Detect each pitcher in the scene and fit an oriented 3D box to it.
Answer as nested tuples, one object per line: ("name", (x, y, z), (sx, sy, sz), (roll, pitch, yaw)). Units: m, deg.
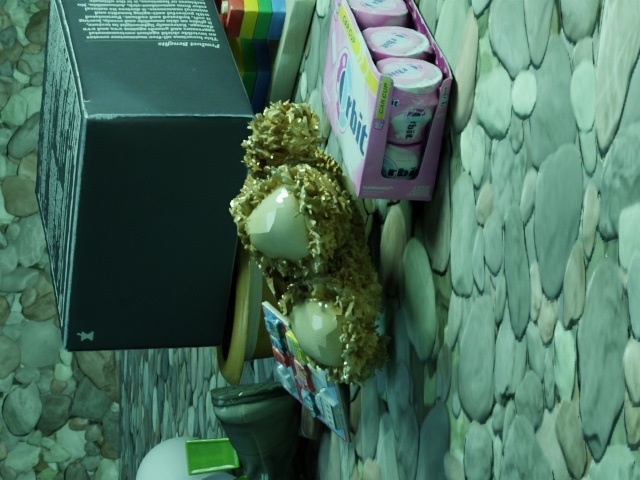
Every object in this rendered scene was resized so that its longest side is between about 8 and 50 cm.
("pitcher", (-0.182, 0.339, 2.214), (0.178, 0.125, 0.207), (-44, 17, -5))

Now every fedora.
("fedora", (-0.064, 0.063, 1.880), (0.194, 0.079, 0.194), (-176, 90, -79))

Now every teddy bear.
("teddy bear", (0.000, 0.000, 1.441), (0.245, 0.113, 0.338), (64, 180, 6))

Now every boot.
("boot", (-0.051, 0.228, 1.766), (0.246, 0.083, 0.161), (56, -151, -77))
("boot", (-0.003, 0.154, 1.687), (0.106, 0.037, 0.114), (-94, 11, -62))

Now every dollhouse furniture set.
("dollhouse furniture set", (-0.095, 0.234, 1.914), (0.152, 0.059, 0.076), (11, -108, -76))

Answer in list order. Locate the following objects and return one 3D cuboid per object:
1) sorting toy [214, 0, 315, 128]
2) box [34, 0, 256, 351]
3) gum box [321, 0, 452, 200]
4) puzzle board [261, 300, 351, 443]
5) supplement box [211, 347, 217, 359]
("sorting toy", (-0.083, -0.279, 1.982), (0.257, 0.089, 0.255), (106, 161, -52))
("box", (-0.193, -0.084, 1.862), (0.294, 0.183, 0.296), (-109, 24, -51))
("gum box", (0.051, -0.119, 1.398), (0.188, 0.062, 0.107), (-108, 22, -57))
("puzzle board", (-0.014, 0.122, 1.598), (0.096, 0.011, 0.128), (40, 156, 35))
("supplement box", (-0.116, 0.097, 2.222), (0.062, 0.036, 0.098), (-129, 42, -71))
